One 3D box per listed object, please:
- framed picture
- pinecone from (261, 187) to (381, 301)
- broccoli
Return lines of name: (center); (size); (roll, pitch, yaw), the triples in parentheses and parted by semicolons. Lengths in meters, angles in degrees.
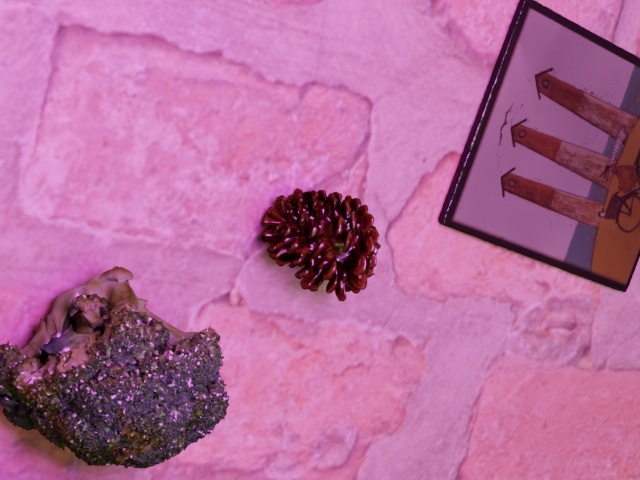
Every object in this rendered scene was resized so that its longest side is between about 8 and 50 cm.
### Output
framed picture: (0.273, -0.092, 1.602); (0.324, 0.013, 0.244); (18, 93, -42)
pinecone: (0.001, -0.003, 1.363); (0.109, 0.102, 0.102); (35, 81, -13)
broccoli: (-0.168, 0.113, 1.229); (0.195, 0.156, 0.195); (-21, 154, -10)
